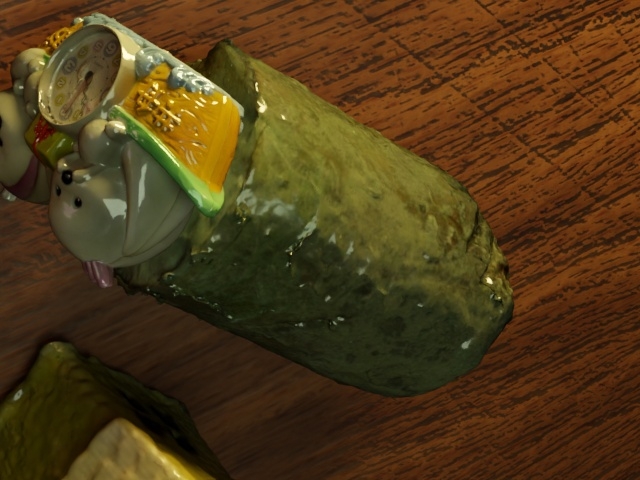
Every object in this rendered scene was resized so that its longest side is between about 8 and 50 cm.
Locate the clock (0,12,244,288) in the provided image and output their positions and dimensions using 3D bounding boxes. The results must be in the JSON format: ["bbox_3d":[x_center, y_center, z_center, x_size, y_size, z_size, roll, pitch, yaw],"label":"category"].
[{"bbox_3d":[-0.143,-0.064,0.615,0.144,0.231,0.103,-54,140,0],"label":"clock"}]

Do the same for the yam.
[{"bbox_3d":[0.000,0.000,0.733,0.300,0.195,0.195,27,94,-31],"label":"yam"}]

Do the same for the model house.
[{"bbox_3d":[-0.163,0.217,0.697,0.175,0.234,0.193,40,85,-32],"label":"model house"}]
